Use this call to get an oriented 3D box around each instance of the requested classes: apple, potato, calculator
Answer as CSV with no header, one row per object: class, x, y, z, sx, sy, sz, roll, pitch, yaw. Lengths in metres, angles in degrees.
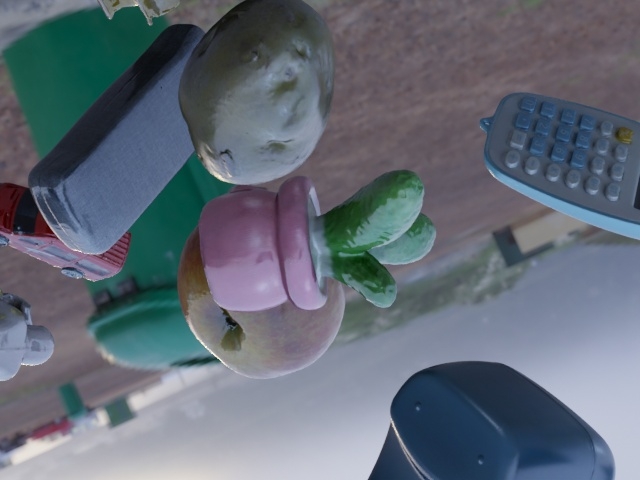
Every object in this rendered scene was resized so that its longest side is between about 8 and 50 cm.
apple,-0.109,0.100,2.232,0.277,0.309,0.250,-48,-161,56
potato,-0.059,-0.149,1.264,0.160,0.177,0.235,-10,176,-11
calculator,0.426,-0.115,1.968,0.256,0.386,0.054,-65,175,-46

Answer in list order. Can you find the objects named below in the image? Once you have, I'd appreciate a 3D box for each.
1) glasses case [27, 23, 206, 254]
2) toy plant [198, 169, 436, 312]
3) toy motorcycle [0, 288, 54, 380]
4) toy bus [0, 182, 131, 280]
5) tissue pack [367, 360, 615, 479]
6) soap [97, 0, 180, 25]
glasses case,-0.226,-0.128,1.580,0.074,0.131,0.323,9,-132,35
toy plant,-0.006,-0.003,1.952,0.356,0.210,0.317,-2,164,10
toy motorcycle,-0.418,0.101,1.432,0.223,0.107,0.341,14,-175,10
toy bus,-0.357,-0.014,1.726,0.195,0.081,0.089,29,155,-36
tissue pack,0.148,0.266,1.208,0.206,0.287,0.198,11,-163,-40
soap,-0.233,-0.509,1.714,0.293,0.335,0.156,-44,-141,-23
